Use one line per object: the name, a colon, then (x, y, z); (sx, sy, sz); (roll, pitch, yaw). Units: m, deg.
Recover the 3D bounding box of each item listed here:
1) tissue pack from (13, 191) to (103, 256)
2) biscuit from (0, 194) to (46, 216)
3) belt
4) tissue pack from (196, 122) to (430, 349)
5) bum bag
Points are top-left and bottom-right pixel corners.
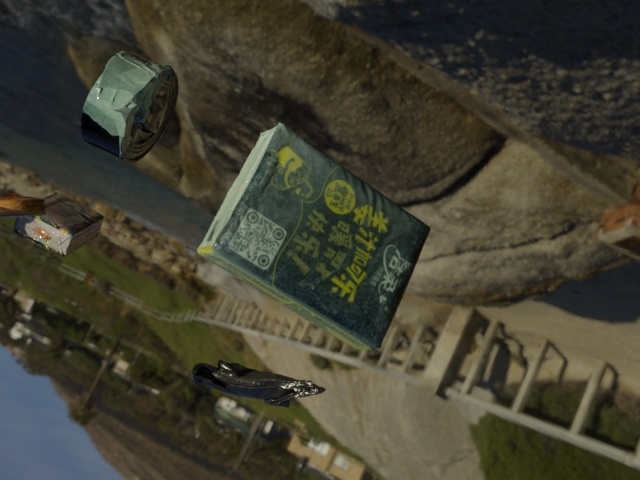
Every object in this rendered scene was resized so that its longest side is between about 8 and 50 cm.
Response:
tissue pack: (-0.483, -0.032, 1.448); (0.109, 0.060, 0.148); (26, -164, 1)
biscuit: (-0.446, -0.038, 0.890); (0.250, 0.036, 0.165); (-4, -177, -24)
belt: (-0.265, -0.188, 1.098); (0.078, 0.151, 0.198); (27, -171, 1)
tissue pack: (0.000, 0.000, 0.984); (0.257, 0.185, 0.081); (34, 161, -21)
bum bag: (-0.116, 0.271, 1.452); (0.249, 0.059, 0.123); (10, 160, 8)
